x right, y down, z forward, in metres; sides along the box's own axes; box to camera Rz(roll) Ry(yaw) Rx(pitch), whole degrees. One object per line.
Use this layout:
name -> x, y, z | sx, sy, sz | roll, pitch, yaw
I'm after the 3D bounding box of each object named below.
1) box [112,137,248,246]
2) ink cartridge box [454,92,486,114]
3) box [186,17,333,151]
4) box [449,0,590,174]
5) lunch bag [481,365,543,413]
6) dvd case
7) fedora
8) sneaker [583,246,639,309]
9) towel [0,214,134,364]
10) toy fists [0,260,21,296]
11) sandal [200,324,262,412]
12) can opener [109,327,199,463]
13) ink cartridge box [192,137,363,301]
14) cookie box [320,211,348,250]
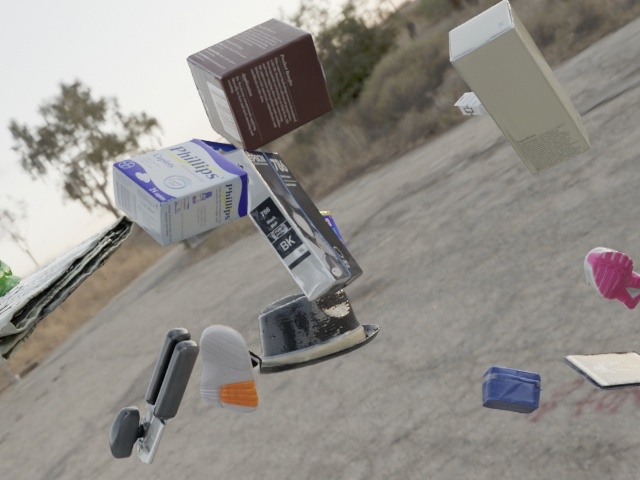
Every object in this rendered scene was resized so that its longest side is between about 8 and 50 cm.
box -> -0.187, -0.068, 1.111 | 0.137, 0.126, 0.072 | -23, -47, -35
ink cartridge box -> 0.347, -0.308, 1.864 | 0.048, 0.028, 0.083 | -46, 29, -17
box -> -0.117, -0.301, 1.594 | 0.203, 0.168, 0.167 | -29, 35, -18
box -> 0.323, -0.240, 1.334 | 0.113, 0.275, 0.094 | -25, 36, 26
lunch bag -> 0.317, 0.242, 1.358 | 0.067, 0.098, 0.065 | 104, 175, -66
dvd case -> 0.743, 0.323, 2.065 | 0.221, 0.018, 0.164 | -1, 18, -18
fedora -> -0.029, 0.205, 2.003 | 0.334, 0.152, 0.334 | -16, 3, 1
sneaker -> 0.628, 0.074, 1.824 | 0.111, 0.252, 0.103 | 35, 92, 42
towel -> -0.447, 0.106, 1.236 | 0.324, 0.056, 0.312 | -27, 15, 32
toy fists -> -0.823, 0.132, 1.938 | 0.096, 0.142, 0.279 | -41, 19, 38
sandal -> -0.140, 0.197, 1.350 | 0.265, 0.102, 0.076 | 97, -172, -51
can opener -> -0.305, 0.287, 1.487 | 0.095, 0.076, 0.283 | 2, -59, -39
ink cartridge box -> -0.066, -0.055, 1.376 | 0.065, 0.332, 0.165 | -40, -9, 17
cookie box -> 0.000, 0.000, 1.569 | 0.040, 0.107, 0.092 | -36, -18, 33
